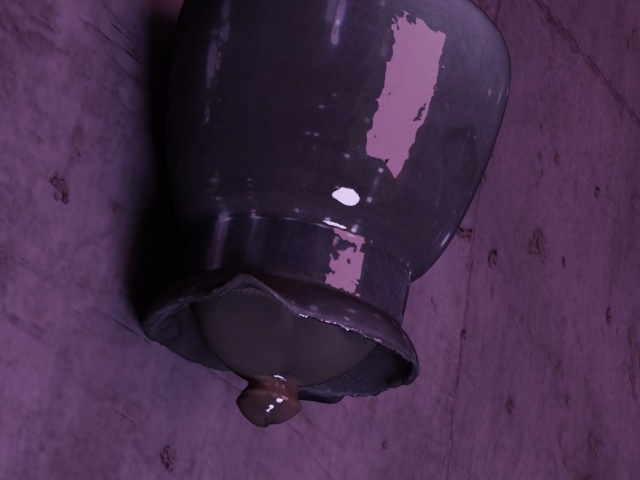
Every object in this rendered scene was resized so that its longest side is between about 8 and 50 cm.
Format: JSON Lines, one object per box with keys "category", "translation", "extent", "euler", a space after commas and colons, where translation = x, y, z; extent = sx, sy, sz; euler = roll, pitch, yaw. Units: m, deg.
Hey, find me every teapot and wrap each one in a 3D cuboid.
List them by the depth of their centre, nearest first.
{"category": "teapot", "translation": [-0.020, -0.008, 1.182], "extent": [0.223, 0.305, 0.285], "euler": [18, 70, -15]}
